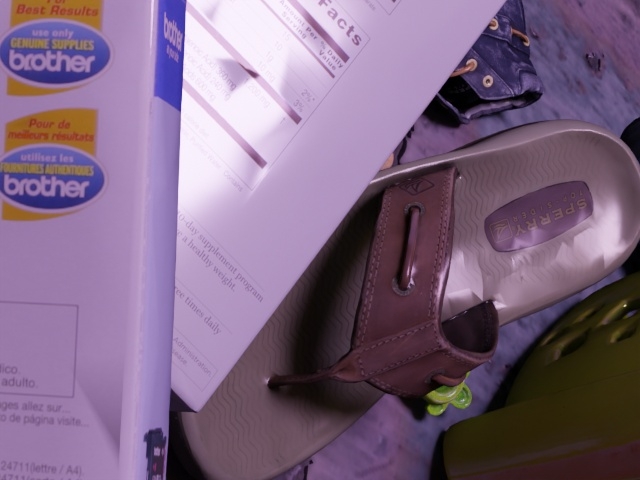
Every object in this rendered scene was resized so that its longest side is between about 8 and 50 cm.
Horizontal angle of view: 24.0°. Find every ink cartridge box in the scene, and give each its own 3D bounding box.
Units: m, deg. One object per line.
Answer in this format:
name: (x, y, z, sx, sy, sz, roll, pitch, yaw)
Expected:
ink cartridge box: (-0.140, 0.018, 0.479, 0.065, 0.185, 0.311, -4, 96, -84)

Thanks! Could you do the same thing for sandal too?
sandal: (0.053, 0.016, 0.732, 0.302, 0.086, 0.120, -28, 107, -25)

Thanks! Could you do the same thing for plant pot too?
plant pot: (0.212, 0.136, 0.790, 0.207, 0.228, 0.227, -28, 92, -39)

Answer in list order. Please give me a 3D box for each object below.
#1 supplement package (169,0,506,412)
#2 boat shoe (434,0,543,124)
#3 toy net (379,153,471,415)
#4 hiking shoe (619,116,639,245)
supplement package: (-0.053, -0.064, 0.634, 0.134, 0.139, 0.244, 46, 66, -19)
boat shoe: (0.065, -0.112, 0.865, 0.183, 0.065, 0.083, -9, 77, -46)
toy net: (0.000, 0.000, 0.778, 0.232, 0.045, 0.122, 28, 81, -29)
hiking shoe: (0.274, 0.059, 0.944, 0.304, 0.113, 0.132, 58, 35, -8)
